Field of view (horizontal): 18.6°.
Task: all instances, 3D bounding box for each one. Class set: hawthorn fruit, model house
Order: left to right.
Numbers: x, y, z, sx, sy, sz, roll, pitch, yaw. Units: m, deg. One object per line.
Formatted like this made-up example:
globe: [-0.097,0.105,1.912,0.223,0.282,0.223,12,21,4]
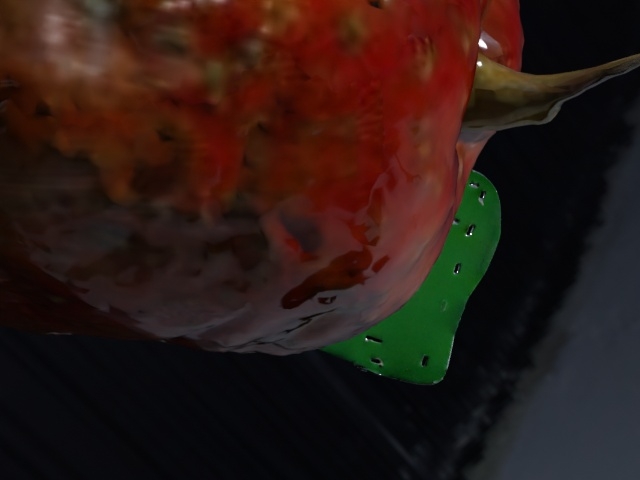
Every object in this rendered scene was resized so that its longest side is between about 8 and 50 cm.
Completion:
hawthorn fruit: [-0.053,-0.072,0.742,0.258,0.262,0.258,-49,13,15]
model house: [0.000,0.000,1.016,0.088,0.167,0.117,150,138,-85]
